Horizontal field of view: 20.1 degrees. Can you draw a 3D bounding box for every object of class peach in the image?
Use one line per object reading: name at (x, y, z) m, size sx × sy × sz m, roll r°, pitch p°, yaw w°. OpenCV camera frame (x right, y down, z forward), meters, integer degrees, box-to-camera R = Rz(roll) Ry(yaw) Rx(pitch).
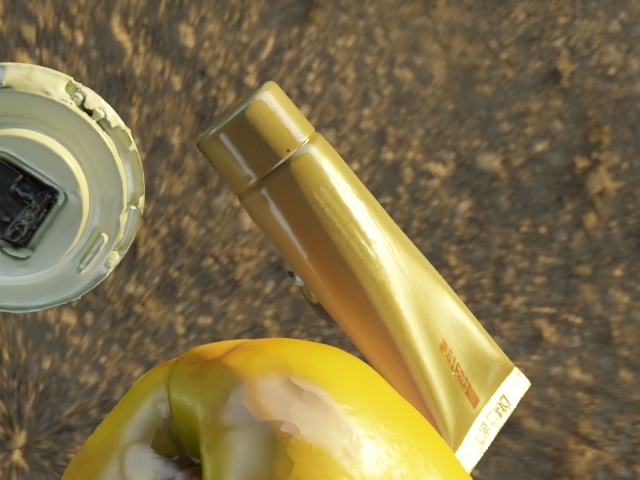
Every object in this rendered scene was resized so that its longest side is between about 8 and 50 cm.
peach at (-0.023, 0.226, 1.282) m, size 0.289 × 0.289 × 0.308 m, roll -54°, pitch 128°, yaw -11°

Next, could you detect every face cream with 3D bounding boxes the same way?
face cream at (0.038, 0.026, 1.454) m, size 0.341 × 0.084 × 0.137 m, roll 50°, pitch 42°, yaw -7°

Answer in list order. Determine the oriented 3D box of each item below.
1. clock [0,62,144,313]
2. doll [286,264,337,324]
clock at (-0.273, -0.039, 1.602) m, size 0.236 × 0.053 × 0.236 m, roll -2°, pitch 112°, yaw -5°
doll at (-0.001, 0.007, 1.766) m, size 0.096 × 0.188 × 0.145 m, roll -13°, pitch 108°, yaw -28°
